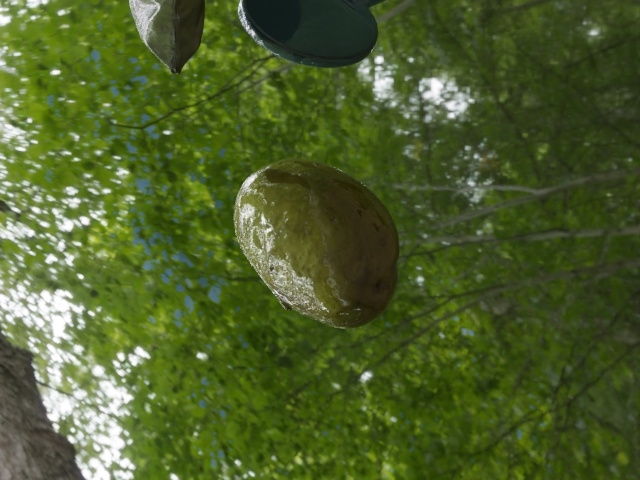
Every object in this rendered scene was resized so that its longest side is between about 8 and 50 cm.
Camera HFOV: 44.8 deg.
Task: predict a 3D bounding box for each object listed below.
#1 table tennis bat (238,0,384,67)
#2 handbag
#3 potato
[{"bbox_3d":[0.011,-0.366,1.238,0.329,0.215,0.044,-36,-19,-40],"label":"table tennis bat"},{"bbox_3d":[-0.195,-0.395,0.970,0.109,0.316,0.253,-2,-49,-16],"label":"handbag"},{"bbox_3d":[-0.001,0.001,0.999,0.148,0.228,0.197,6,-80,-57],"label":"potato"}]
